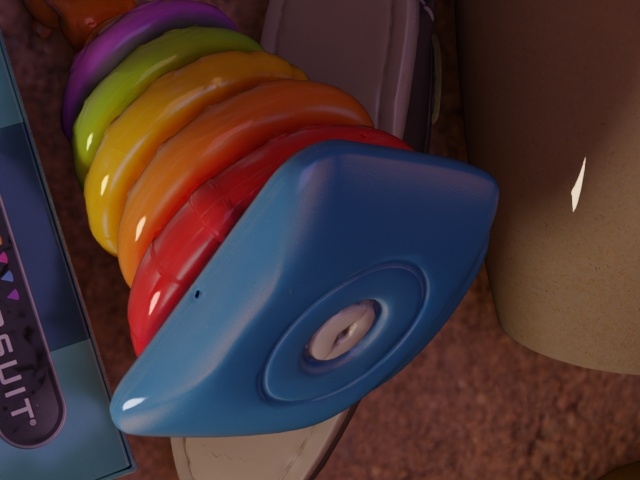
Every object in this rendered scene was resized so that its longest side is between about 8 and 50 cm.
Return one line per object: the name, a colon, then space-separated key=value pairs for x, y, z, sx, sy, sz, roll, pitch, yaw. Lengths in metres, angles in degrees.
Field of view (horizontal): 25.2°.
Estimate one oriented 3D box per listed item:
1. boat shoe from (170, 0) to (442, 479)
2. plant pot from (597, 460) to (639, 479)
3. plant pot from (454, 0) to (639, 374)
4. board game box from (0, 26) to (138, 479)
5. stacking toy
boat shoe: x=0.000 y=0.000 z=0.807 sx=0.097 sy=0.117 sz=0.324 roll=22 pitch=78 yaw=-66
plant pot: x=0.263 y=0.232 z=0.853 sx=0.254 sy=0.239 sz=0.254 roll=0 pitch=91 yaw=-23
plant pot: x=0.186 y=-0.071 z=0.827 sx=0.257 sy=0.256 sz=0.274 roll=0 pitch=107 yaw=-23
board game box: x=-0.284 y=0.043 z=0.657 sx=0.336 sy=0.079 sz=0.253 roll=-19 pitch=100 yaw=-22
stacking toy: x=-0.071 y=-0.056 z=0.718 sx=0.166 sy=0.302 sz=0.175 roll=6 pitch=127 yaw=-52
